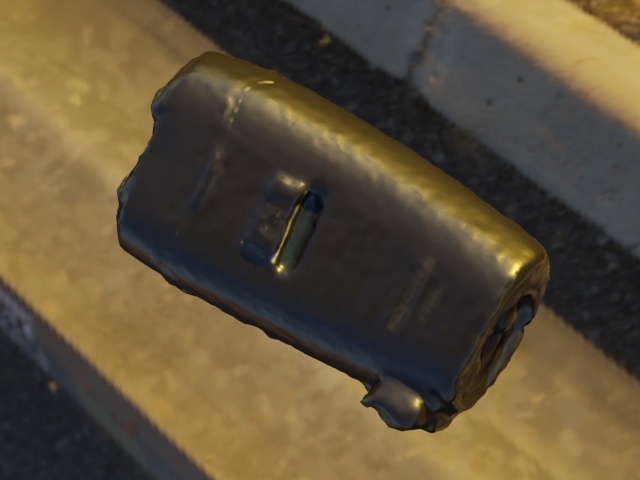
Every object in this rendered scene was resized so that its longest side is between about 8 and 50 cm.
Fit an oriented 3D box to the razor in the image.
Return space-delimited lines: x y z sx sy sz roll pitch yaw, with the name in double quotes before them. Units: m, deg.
"razor" 0.003 0.001 1.227 0.327 0.107 0.189 31 104 18
